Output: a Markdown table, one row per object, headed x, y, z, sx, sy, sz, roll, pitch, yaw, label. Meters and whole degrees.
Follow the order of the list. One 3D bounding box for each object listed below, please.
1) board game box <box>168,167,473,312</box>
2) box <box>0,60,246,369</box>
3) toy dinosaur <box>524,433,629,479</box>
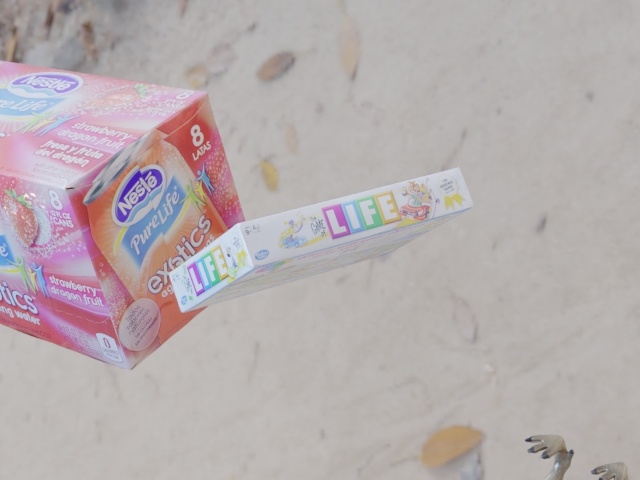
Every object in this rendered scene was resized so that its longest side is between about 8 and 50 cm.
| x | y | z | sx | sy | sz | roll | pitch | yaw | label |
| --- | --- | --- | --- | --- | --- | --- | --- | --- | --- |
| 0.000 | 0.000 | 0.745 | 0.103 | 0.154 | 0.026 | -31 | 77 | 57 | board game box |
| -0.214 | -0.034 | 0.946 | 0.300 | 0.142 | 0.154 | 13 | 130 | 39 | box |
| 0.132 | 0.151 | 0.672 | 0.053 | 0.183 | 0.092 | 41 | 139 | 48 | toy dinosaur |
